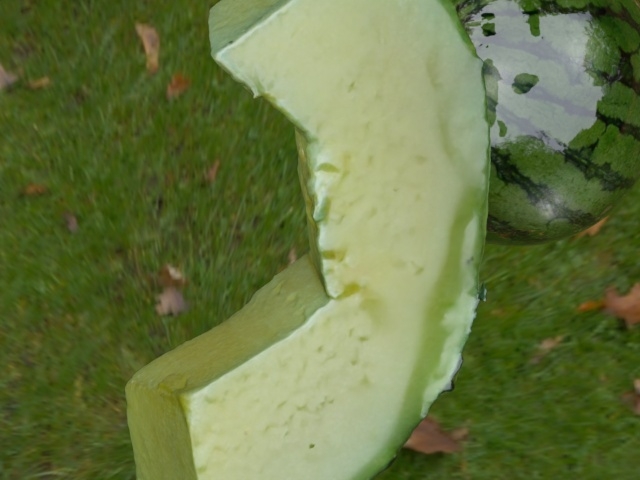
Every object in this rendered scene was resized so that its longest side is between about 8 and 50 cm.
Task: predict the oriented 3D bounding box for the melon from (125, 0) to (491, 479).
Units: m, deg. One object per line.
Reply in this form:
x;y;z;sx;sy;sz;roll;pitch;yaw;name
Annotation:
0.000;0.000;0.486;0.118;0.064;0.210;-5;106;-21;melon

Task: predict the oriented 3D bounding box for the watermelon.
0.071;-0.073;0.677;0.187;0.140;0.141;20;78;-44;watermelon
